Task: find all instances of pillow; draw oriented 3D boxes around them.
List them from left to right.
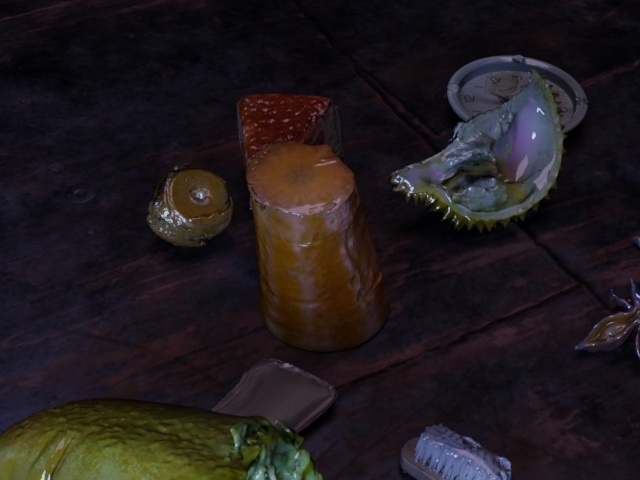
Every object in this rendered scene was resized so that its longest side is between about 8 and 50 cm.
[{"bbox_3d":[-0.087,0.231,1.577,0.131,0.038,0.233,24,45,29],"label":"pillow"}]

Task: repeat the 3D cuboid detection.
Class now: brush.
[{"bbox_3d":[0.237,0.309,1.473,0.327,0.065,0.070,30,37,27],"label":"brush"}]

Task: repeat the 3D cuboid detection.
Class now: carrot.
[{"bbox_3d":[0.000,0.000,1.688,0.196,0.254,0.196,-2,43,2],"label":"carrot"}]

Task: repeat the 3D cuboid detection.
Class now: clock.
[{"bbox_3d":[0.329,-0.228,2.110,0.237,0.053,0.236,0,43,0],"label":"clock"}]

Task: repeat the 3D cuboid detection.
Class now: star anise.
[{"bbox_3d":[0.445,0.096,1.767,0.148,0.218,0.227,-17,-10,23],"label":"star anise"}]

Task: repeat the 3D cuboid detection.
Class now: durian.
[{"bbox_3d":[0.250,-0.113,1.891,0.306,0.166,0.172,-27,45,-16],"label":"durian"}]

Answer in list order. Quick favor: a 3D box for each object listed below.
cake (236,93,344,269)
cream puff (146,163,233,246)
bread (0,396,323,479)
[{"bbox_3d":[-0.092,-0.101,1.875,0.160,0.158,0.262,16,44,22],"label":"cake"},{"bbox_3d":[-0.195,-0.046,1.845,0.119,0.104,0.133,46,59,1],"label":"cream puff"},{"bbox_3d":[-0.183,0.275,1.323,0.377,0.208,0.251,2,11,37],"label":"bread"}]
